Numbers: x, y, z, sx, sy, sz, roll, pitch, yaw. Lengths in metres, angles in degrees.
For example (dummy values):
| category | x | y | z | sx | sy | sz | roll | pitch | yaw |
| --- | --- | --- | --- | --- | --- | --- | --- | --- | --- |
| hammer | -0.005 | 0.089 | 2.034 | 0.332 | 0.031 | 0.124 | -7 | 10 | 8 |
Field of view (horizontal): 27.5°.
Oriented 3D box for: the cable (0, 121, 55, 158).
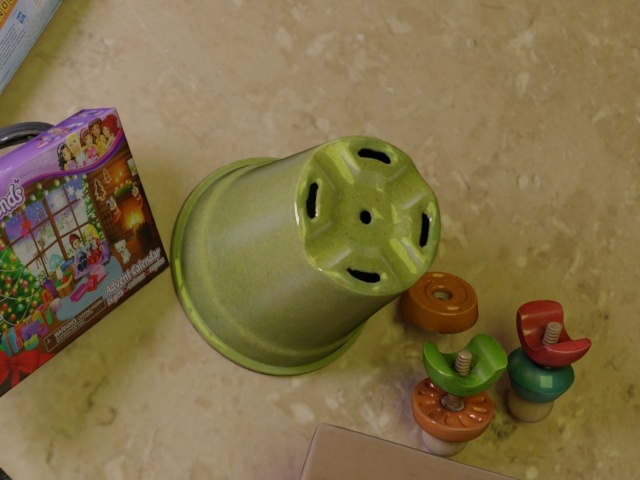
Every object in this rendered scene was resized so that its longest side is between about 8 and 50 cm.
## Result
| category | x | y | z | sx | sy | sz | roll | pitch | yaw |
| --- | --- | --- | --- | --- | --- | --- | --- | --- | --- |
| cable | -0.414 | -0.081 | 1.387 | 0.287 | 0.139 | 0.072 | 10 | 27 | -28 |

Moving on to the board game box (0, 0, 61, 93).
| category | x | y | z | sx | sy | sz | roll | pitch | yaw |
| --- | --- | --- | --- | --- | --- | --- | --- | --- | --- |
| board game box | -0.409 | -0.336 | 1.405 | 0.318 | 0.066 | 0.318 | 53 | 54 | -43 |

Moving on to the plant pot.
| category | x | y | z | sx | sy | sz | roll | pitch | yaw |
| --- | --- | --- | --- | --- | --- | --- | --- | --- | --- |
| plant pot | 0.000 | 0.000 | 1.499 | 0.276 | 0.254 | 0.276 | 8 | 72 | -25 |

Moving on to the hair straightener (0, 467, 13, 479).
| category | x | y | z | sx | sy | sz | roll | pitch | yaw |
| --- | --- | --- | --- | --- | --- | --- | --- | --- | --- |
| hair straightener | -0.302 | 0.320 | 1.328 | 0.089 | 0.047 | 0.230 | -14 | 54 | -38 |

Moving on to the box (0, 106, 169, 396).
| category | x | y | z | sx | sy | sz | roll | pitch | yaw |
| --- | --- | --- | --- | --- | --- | --- | --- | --- | --- |
| box | -0.294 | 0.008 | 1.372 | 0.293 | 0.057 | 0.201 | -42 | 123 | -46 |

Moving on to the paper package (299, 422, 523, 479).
| category | x | y | z | sx | sy | sz | roll | pitch | yaw |
| --- | --- | --- | --- | --- | --- | --- | --- | --- | --- |
| paper package | 0.110 | 0.394 | 1.413 | 0.325 | 0.168 | 0.309 | 14 | 59 | 6 |

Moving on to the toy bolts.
| category | x | y | z | sx | sy | sz | roll | pitch | yaw |
| --- | --- | --- | --- | --- | --- | --- | --- | --- | --- |
| toy bolts | 0.206 | 0.160 | 1.659 | 0.229 | 0.158 | 0.218 | -4 | 37 | -18 |
